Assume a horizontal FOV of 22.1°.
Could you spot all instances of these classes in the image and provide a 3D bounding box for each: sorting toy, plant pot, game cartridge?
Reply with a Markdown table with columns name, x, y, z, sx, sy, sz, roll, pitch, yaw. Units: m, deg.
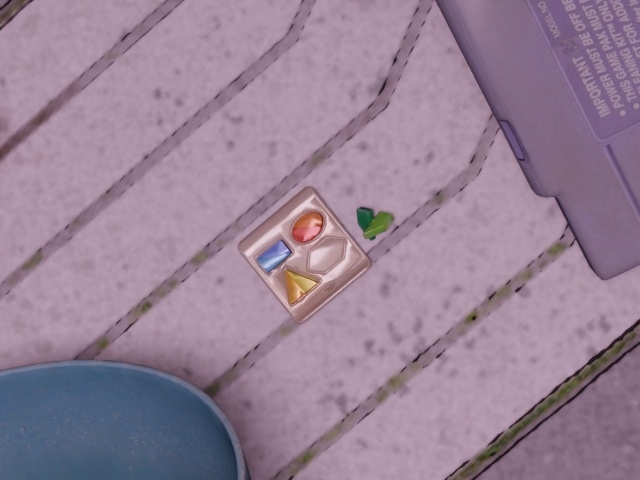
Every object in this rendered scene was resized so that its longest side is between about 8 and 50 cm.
| name | x | y | z | sx | sy | sz | roll | pitch | yaw |
| --- | --- | --- | --- | --- | --- | --- | --- | --- | --- |
| sorting toy | 0.000 | 0.000 | 0.946 | 0.083 | 0.012 | 0.062 | -40 | 80 | 7 |
| plant pot | -0.153 | 0.227 | 0.856 | 0.290 | 0.290 | 0.195 | -10 | 121 | 10 |
| game cartridge | 0.161 | -0.179 | 0.849 | 0.230 | 0.068 | 0.355 | -25 | 104 | 12 |
